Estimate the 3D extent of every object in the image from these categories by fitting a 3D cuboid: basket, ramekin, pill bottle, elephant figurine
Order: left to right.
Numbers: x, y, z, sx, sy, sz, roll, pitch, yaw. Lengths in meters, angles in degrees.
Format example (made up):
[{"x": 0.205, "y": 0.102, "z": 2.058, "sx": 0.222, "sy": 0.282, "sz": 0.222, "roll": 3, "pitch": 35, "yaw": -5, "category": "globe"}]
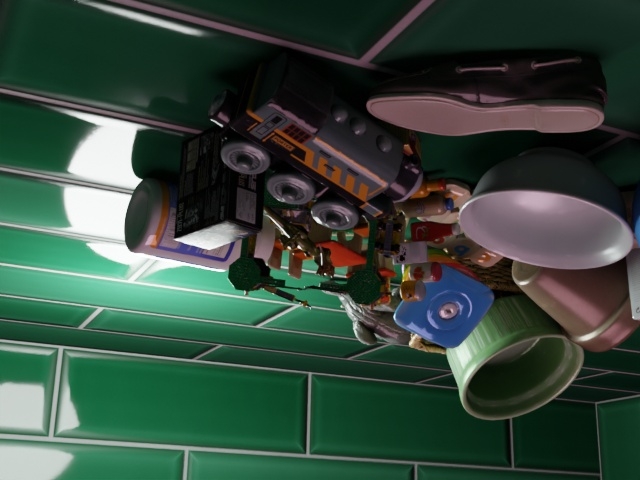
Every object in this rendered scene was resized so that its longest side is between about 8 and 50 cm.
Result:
[{"x": -0.232, "y": -0.023, "z": 1.780, "sx": 0.272, "sy": 0.152, "sz": 0.152, "roll": 13, "pitch": 159, "yaw": -32, "category": "pill bottle"}, {"x": 0.135, "y": 0.195, "z": 2.379, "sx": 0.186, "sy": 0.170, "sz": 0.239, "roll": -8, "pitch": 164, "yaw": 43, "category": "elephant figurine"}, {"x": 0.380, "y": 0.153, "z": 2.158, "sx": 0.299, "sy": 0.223, "sz": 0.213, "roll": 14, "pitch": 158, "yaw": -32, "category": "basket"}, {"x": 0.443, "y": 0.268, "z": 2.119, "sx": 0.303, "sy": 0.148, "sz": 0.303, "roll": -11, "pitch": 135, "yaw": -11, "category": "ramekin"}]

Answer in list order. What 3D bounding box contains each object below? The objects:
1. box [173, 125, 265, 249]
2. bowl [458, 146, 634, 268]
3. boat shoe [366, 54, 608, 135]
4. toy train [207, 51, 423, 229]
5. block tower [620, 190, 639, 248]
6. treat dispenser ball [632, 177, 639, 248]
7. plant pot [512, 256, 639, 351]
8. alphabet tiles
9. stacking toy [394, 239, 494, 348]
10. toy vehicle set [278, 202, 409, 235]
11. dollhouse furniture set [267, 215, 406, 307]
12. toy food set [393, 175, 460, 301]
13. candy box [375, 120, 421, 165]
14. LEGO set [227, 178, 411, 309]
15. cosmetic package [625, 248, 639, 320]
[{"x": -0.167, "y": -0.091, "z": 1.520, "sx": 0.077, "sy": 0.180, "sz": 0.147, "roll": 18, "pitch": 155, "yaw": -41, "category": "box"}, {"x": 0.397, "y": -0.070, "z": 1.572, "sx": 0.297, "sy": 0.134, "sz": 0.298, "roll": 15, "pitch": 158, "yaw": 6, "category": "bowl"}, {"x": 0.236, "y": -0.214, "z": 1.296, "sx": 0.335, "sy": 0.096, "sz": 0.112, "roll": 3, "pitch": 159, "yaw": 10, "category": "boat shoe"}, {"x": -0.002, "y": -0.139, "z": 1.360, "sx": 0.334, "sy": 0.142, "sz": 0.190, "roll": 31, "pitch": 144, "yaw": -25, "category": "toy train"}, {"x": 0.646, "y": -0.041, "z": 1.695, "sx": 0.335, "sy": 0.091, "sz": 0.097, "roll": -2, "pitch": 160, "yaw": 34, "category": "block tower"}, {"x": 0.643, "y": -0.045, "z": 1.433, "sx": 0.288, "sy": 0.288, "sz": 0.288, "roll": 1, "pitch": 162, "yaw": 0, "category": "treat dispenser ball"}, {"x": 0.542, "y": 0.072, "z": 1.929, "sx": 0.229, "sy": 0.263, "sz": 0.263, "roll": 28, "pitch": 154, "yaw": -15, "category": "plant pot"}, {"x": 0.337, "y": -0.037, "z": 1.785, "sx": 0.284, "sy": 0.021, "sz": 0.278, "roll": 20, "pitch": 146, "yaw": -16, "category": "alphabet tiles"}, {"x": 0.232, "y": 0.073, "z": 1.933, "sx": 0.175, "sy": 0.302, "sz": 0.166, "roll": 26, "pitch": 109, "yaw": -21, "category": "stacking toy"}, {"x": 0.046, "y": -0.052, "z": 1.854, "sx": 0.266, "sy": 0.035, "sz": 0.166, "roll": 1, "pitch": 162, "yaw": 0, "category": "toy vehicle set"}, {"x": 0.057, "y": 0.041, "z": 1.856, "sx": 0.262, "sy": 0.135, "sz": 0.259, "roll": -10, "pitch": 159, "yaw": 31, "category": "dollhouse furniture set"}, {"x": 0.204, "y": -0.004, "z": 1.710, "sx": 0.104, "sy": 0.232, "sz": 0.111, "roll": -5, "pitch": 179, "yaw": 30, "category": "toy food set"}, {"x": 0.068, "y": -0.152, "z": 1.524, "sx": 0.186, "sy": 0.053, "sz": 0.109, "roll": -3, "pitch": 162, "yaw": 17, "category": "candy box"}, {"x": 0.000, "y": 0.000, "z": 1.662, "sx": 0.331, "sy": 0.255, "sz": 0.192, "roll": -2, "pitch": 178, "yaw": 14, "category": "LEGO set"}, {"x": 0.675, "y": 0.048, "z": 1.797, "sx": 0.117, "sy": 0.231, "sz": 0.085, "roll": 12, "pitch": 158, "yaw": -30, "category": "cosmetic package"}]
